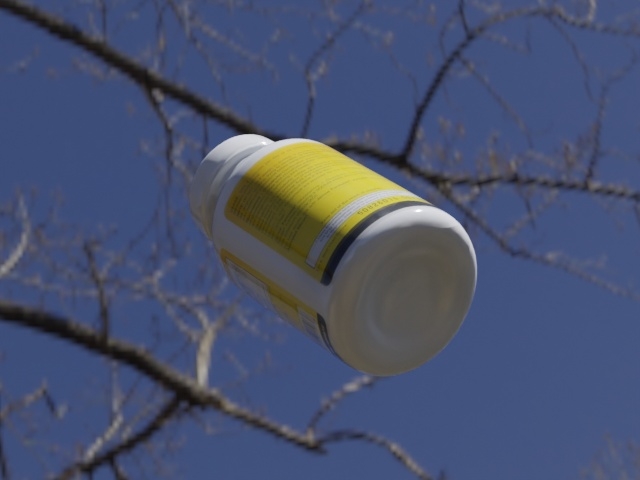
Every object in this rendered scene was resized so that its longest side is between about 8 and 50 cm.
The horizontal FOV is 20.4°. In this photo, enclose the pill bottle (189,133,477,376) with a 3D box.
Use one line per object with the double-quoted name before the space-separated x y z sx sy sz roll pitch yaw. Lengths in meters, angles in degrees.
"pill bottle" 0.000 0.000 1.053 0.103 0.184 0.103 -17 -59 -30
